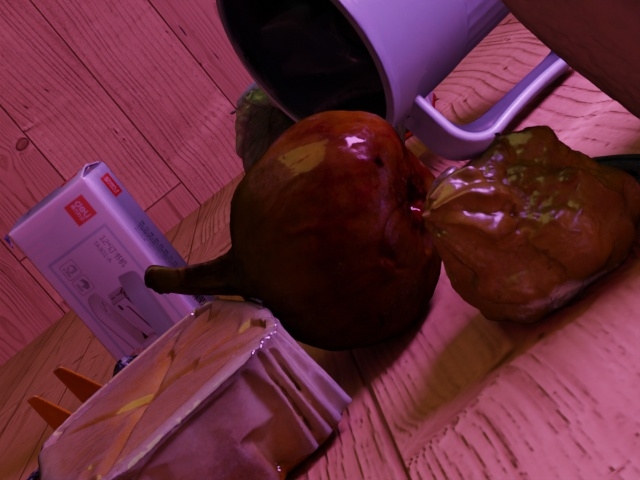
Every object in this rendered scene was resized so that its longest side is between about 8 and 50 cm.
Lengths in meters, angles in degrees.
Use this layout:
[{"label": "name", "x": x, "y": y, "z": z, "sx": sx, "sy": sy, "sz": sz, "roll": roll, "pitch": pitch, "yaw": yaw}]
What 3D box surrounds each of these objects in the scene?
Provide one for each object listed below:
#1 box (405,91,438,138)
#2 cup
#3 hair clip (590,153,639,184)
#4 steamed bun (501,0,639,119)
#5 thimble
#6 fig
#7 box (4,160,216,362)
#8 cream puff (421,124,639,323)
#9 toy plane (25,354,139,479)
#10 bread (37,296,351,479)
[{"label": "box", "x": 0.091, "y": -0.243, "z": 1.596, "sx": 0.099, "sy": 0.182, "sz": 0.133, "roll": -35, "pitch": 15, "yaw": 20}, {"label": "cup", "x": 0.105, "y": -0.284, "z": 1.161, "sx": 0.331, "sy": 0.256, "sz": 0.311, "roll": 31, "pitch": 63, "yaw": 31}, {"label": "hair clip", "x": 0.190, "y": -0.043, "z": 0.793, "sx": 0.070, "sy": 0.039, "sz": 0.229, "roll": -43, "pitch": 12, "yaw": -29}, {"label": "steamed bun", "x": 0.296, "y": -0.240, "z": 0.715, "sx": 0.383, "sy": 0.247, "sz": 0.236, "roll": -47, "pitch": 1, "yaw": -10}, {"label": "thimble", "x": -0.002, "y": -0.140, "z": 1.361, "sx": 0.219, "sy": 0.219, "sz": 0.150, "roll": -27, "pitch": 17, "yaw": 48}, {"label": "fig", "x": -0.019, "y": -0.008, "z": 0.878, "sx": 0.190, "sy": 0.190, "sz": 0.290, "roll": -44, "pitch": 23, "yaw": -26}, {"label": "box", "x": -0.248, "y": 0.045, "z": 1.285, "sx": 0.135, "sy": 0.269, "sz": 0.079, "roll": -34, "pitch": 12, "yaw": 17}, {"label": "cream puff", "x": 0.130, "y": -0.018, "z": 0.686, "sx": 0.146, "sy": 0.116, "sz": 0.146, "roll": -41, "pitch": 11, "yaw": 10}, {"label": "toy plane", "x": -0.167, "y": 0.149, "z": 1.064, "sx": 0.316, "sy": 0.103, "sz": 0.204, "roll": -23, "pitch": 20, "yaw": 36}, {"label": "bread", "x": -0.098, "y": 0.150, "z": 0.771, "sx": 0.210, "sy": 0.109, "sz": 0.192, "roll": -43, "pitch": 17, "yaw": -21}]
